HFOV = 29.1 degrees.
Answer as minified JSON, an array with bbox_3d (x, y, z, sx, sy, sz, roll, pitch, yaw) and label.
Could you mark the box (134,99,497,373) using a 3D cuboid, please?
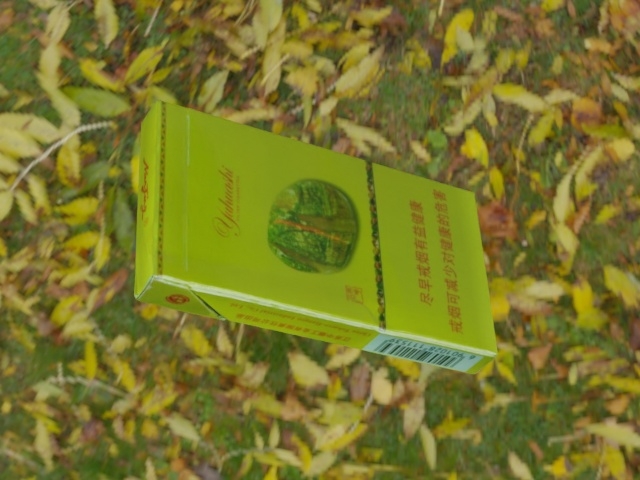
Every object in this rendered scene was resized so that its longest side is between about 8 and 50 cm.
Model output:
[{"bbox_3d":[0.000,0.000,1.095,0.334,0.187,0.047,15,143,-25],"label":"box"}]
